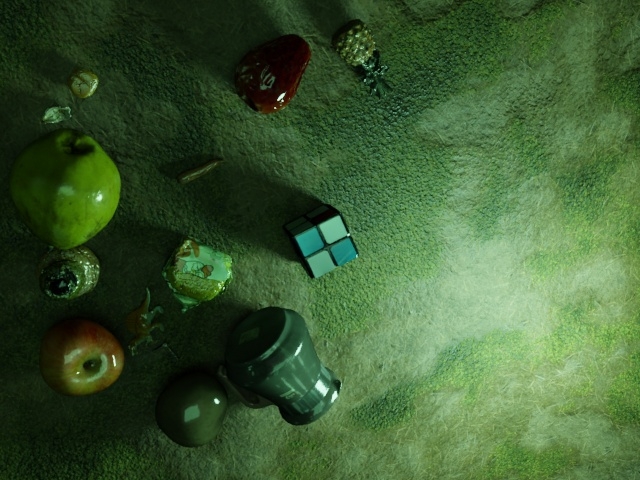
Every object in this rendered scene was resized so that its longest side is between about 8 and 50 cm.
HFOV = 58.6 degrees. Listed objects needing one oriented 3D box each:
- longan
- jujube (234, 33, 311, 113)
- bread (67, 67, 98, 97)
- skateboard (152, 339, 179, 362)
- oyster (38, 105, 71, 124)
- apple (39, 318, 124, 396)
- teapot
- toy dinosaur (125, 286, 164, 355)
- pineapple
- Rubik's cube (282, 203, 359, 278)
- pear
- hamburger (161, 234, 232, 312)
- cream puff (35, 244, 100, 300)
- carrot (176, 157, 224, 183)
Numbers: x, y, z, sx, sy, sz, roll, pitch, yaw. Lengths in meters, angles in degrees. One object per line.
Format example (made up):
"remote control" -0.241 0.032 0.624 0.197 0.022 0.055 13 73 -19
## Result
"longan" -0.419 0.553 1.883 0.246 0.215 0.245 -8 129 -10
"jujube" -0.140 -0.507 1.719 0.190 0.190 0.255 46 72 -20
"bread" -0.685 -0.457 1.645 0.083 0.046 0.080 -27 111 -8
"skateboard" -0.515 0.382 1.915 0.064 0.032 0.083 -33 108 6
"oyster" -0.773 -0.366 1.653 0.093 0.034 0.051 -12 123 -23
"apple" -0.732 0.351 1.747 0.242 0.241 0.241 -6 102 -30
"teapot" -0.149 0.440 1.908 0.376 0.305 0.361 -24 119 22
"toy dinosaur" -0.583 0.262 1.862 0.143 0.057 0.211 -14 96 9
"pineapple" 0.143 -0.567 1.799 0.128 0.128 0.248 -41 115 -2
"Rubik's cube" 0.000 -0.001 1.869 0.184 0.180 0.167 -28 108 -4
"pear" -0.723 -0.125 1.611 0.288 0.287 0.375 18 113 -18
"hamburger" -0.400 0.119 1.821 0.214 0.125 0.235 32 80 -10
"cream puff" -0.761 0.105 1.703 0.184 0.169 0.183 -3 103 -13
"carrot" -0.377 -0.220 1.793 0.165 0.036 0.035 -26 109 -9
